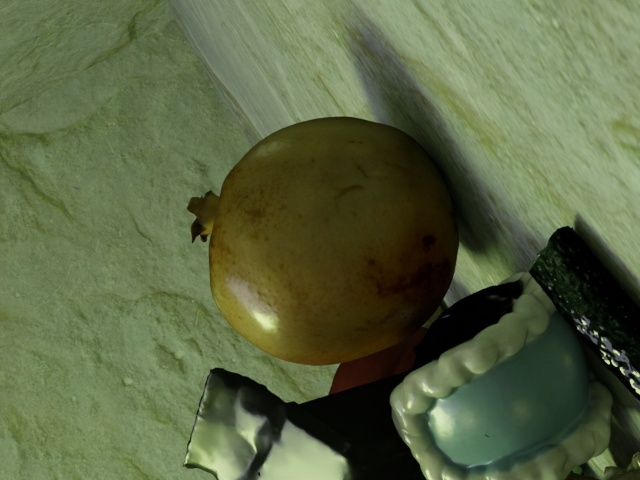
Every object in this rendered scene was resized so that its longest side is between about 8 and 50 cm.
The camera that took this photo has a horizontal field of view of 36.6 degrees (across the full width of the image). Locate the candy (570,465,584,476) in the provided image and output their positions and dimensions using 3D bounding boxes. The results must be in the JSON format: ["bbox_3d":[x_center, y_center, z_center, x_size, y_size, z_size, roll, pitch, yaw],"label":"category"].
[{"bbox_3d":[0.266,0.355,1.149,0.083,0.091,0.305,27,-147,-1],"label":"candy"}]

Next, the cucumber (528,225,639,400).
[{"bbox_3d":[0.237,0.078,0.747,0.058,0.052,0.215,33,-160,-55],"label":"cucumber"}]

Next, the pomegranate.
[{"bbox_3d":[0.000,0.000,1.130,0.319,0.319,0.319,60,175,9],"label":"pomegranate"}]

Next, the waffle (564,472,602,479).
[{"bbox_3d":[0.279,0.294,0.949,0.274,0.168,0.057,-144,68,-76],"label":"waffle"}]

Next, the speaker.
[{"bbox_3d":[0.068,0.213,1.073,0.184,0.388,0.180,42,125,38],"label":"speaker"}]

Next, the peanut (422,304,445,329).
[{"bbox_3d":[0.144,0.103,1.582,0.194,0.083,0.093,56,173,46],"label":"peanut"}]

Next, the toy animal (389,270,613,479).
[{"bbox_3d":[0.187,0.144,0.931,0.156,0.208,0.204,-22,101,49],"label":"toy animal"}]

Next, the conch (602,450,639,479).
[{"bbox_3d":[0.279,0.242,0.730,0.245,0.163,0.178,28,178,-8],"label":"conch"}]

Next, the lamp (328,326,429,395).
[{"bbox_3d":[0.152,0.261,1.366,0.303,0.257,0.303,23,143,19],"label":"lamp"}]
